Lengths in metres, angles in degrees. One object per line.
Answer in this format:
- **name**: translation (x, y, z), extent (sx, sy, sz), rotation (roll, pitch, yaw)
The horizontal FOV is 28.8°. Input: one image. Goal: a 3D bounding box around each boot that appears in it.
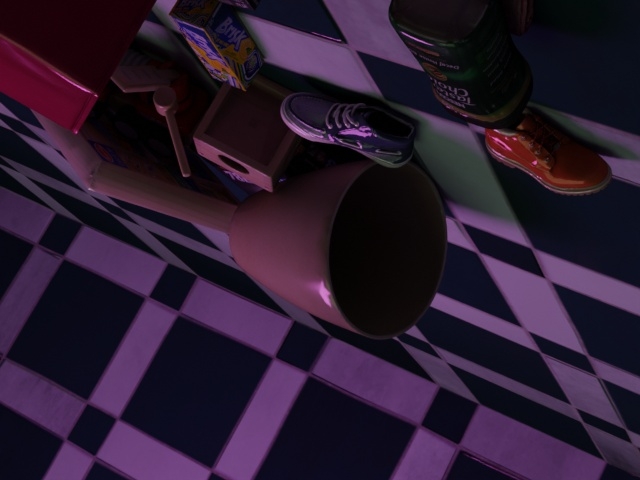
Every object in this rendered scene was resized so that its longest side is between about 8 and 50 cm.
- **boot**: translation (0.038, -0.162, 1.649), extent (0.190, 0.069, 0.086), rotation (20, 160, 4)
- **boot**: translation (0.251, -0.104, 1.399), extent (0.157, 0.059, 0.085), rotation (25, 162, 25)

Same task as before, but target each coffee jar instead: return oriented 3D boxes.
- **coffee jar**: translation (0.135, -0.174, 1.154), extent (0.096, 0.079, 0.184), rotation (26, 171, 30)

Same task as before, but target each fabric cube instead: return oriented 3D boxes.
- **fabric cube**: translation (-0.308, -0.303, 1.373), extent (0.258, 0.259, 0.254), rotation (31, 167, -13)

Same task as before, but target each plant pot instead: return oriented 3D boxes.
- **plant pot**: translation (0.000, 0.000, 1.834), extent (0.274, 0.257, 0.256), rotation (6, 156, 43)

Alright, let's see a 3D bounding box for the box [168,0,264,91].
- **box**: translation (-0.133, -0.263, 1.624), extent (0.059, 0.054, 0.169), rotation (24, 168, 24)

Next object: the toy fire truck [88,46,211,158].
- **toy fire truck**: translation (-0.289, -0.245, 1.883), extent (0.217, 0.158, 0.246), rotation (28, 156, 9)

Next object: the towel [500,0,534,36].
- **towel**: translation (0.042, -0.304, 1.108), extent (0.329, 0.037, 0.237), rotation (28, 170, 14)

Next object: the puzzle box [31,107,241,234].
- **puzzle box**: translation (-0.313, -0.149, 2.046), extent (0.272, 0.052, 0.409), rotation (17, -163, -35)

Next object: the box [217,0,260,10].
- **box**: translation (-0.120, -0.308, 1.493), extent (0.083, 0.018, 0.067), rotation (21, 166, 35)

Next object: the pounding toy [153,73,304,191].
- **pounding toy**: translation (-0.142, -0.154, 1.786), extent (0.206, 0.181, 0.094), rotation (28, 168, 6)

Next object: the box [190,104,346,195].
- **box**: translation (-0.060, -0.114, 2.042), extent (0.293, 0.073, 0.295), rotation (36, 165, -34)
